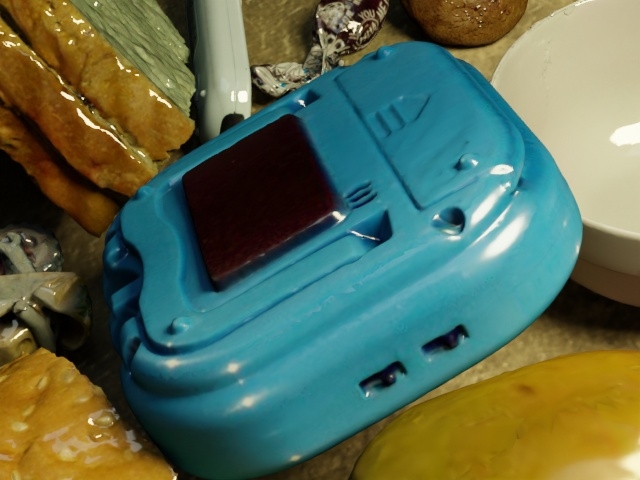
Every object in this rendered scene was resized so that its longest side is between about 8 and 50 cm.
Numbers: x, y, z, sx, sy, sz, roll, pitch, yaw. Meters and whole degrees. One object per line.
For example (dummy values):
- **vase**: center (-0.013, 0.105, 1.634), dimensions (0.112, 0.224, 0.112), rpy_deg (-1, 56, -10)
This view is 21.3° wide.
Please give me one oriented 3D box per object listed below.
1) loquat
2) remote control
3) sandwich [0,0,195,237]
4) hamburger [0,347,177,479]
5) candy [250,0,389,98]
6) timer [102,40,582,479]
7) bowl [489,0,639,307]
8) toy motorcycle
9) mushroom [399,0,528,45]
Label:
- **loquat**: center (0.138, 0.192, 0.994), dimensions (0.283, 0.276, 0.276), rpy_deg (5, 47, 16)
- **remote control**: center (-0.091, -0.169, 1.480), dimensions (0.047, 0.087, 0.244), rpy_deg (4, 43, -14)
- **sandwich**: center (-0.222, -0.172, 1.367), dimensions (0.131, 0.262, 0.325), rpy_deg (-42, 18, 9)
- **hamburger**: center (-0.175, 0.226, 1.060), dimensions (0.209, 0.162, 0.330), rpy_deg (-35, 56, -26)
- **candy**: center (0.015, -0.200, 1.525), dimensions (0.094, 0.051, 0.226), rpy_deg (19, 51, 27)
- **timer**: center (0.000, 0.000, 1.130), dimensions (0.309, 0.115, 0.340), rpy_deg (-31, 27, 3)
- **bowl**: center (0.269, -0.054, 1.287), dimensions (0.287, 0.144, 0.287), rpy_deg (-3, 46, 3)
- **toy motorcycle**: center (-0.260, 0.077, 1.262), dimensions (0.130, 0.094, 0.229), rpy_deg (28, 60, 27)
- **mushroom**: center (0.125, -0.231, 1.521), dimensions (0.127, 0.087, 0.127), rpy_deg (0, 67, -1)
